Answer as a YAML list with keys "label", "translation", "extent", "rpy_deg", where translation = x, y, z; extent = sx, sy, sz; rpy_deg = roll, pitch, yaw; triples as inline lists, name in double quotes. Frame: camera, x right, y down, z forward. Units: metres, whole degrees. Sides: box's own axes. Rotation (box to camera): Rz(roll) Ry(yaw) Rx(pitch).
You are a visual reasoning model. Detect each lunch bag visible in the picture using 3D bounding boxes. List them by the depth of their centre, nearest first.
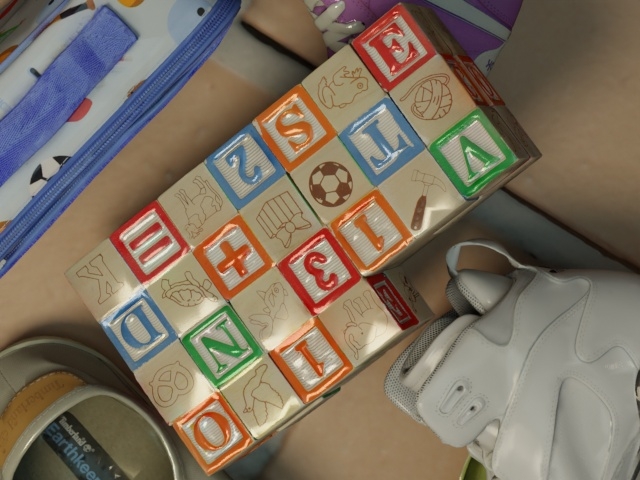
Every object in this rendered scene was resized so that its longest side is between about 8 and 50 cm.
- label: "lunch bag"
  translation: [-0.187, -0.076, 1.245]
  extent: [0.115, 0.243, 0.303]
  rpy_deg: [43, 88, -15]

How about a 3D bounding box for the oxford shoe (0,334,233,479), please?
- label: "oxford shoe"
  translation: [-0.077, 0.248, 1.387]
  extent: [0.169, 0.130, 0.449]
  rpy_deg: [-44, 107, -4]

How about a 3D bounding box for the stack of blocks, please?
- label: "stack of blocks"
  translation: [0.000, 0.000, 1.307]
  extent: [0.297, 0.087, 0.171]
  rpy_deg: [-38, 83, 15]

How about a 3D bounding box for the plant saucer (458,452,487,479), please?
- label: "plant saucer"
  translation: [0.212, 0.202, 1.487]
  extent: [0.241, 0.037, 0.241]
  rpy_deg: [-2, 99, -11]

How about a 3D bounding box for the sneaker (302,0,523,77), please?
- label: "sneaker"
  translation: [0.004, -0.177, 1.345]
  extent: [0.282, 0.102, 0.161]
  rpy_deg: [17, 99, -15]

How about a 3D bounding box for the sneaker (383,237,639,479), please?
- label: "sneaker"
  translation: [0.139, 0.178, 1.382]
  extent: [0.210, 0.137, 0.365]
  rpy_deg: [16, 89, -9]
